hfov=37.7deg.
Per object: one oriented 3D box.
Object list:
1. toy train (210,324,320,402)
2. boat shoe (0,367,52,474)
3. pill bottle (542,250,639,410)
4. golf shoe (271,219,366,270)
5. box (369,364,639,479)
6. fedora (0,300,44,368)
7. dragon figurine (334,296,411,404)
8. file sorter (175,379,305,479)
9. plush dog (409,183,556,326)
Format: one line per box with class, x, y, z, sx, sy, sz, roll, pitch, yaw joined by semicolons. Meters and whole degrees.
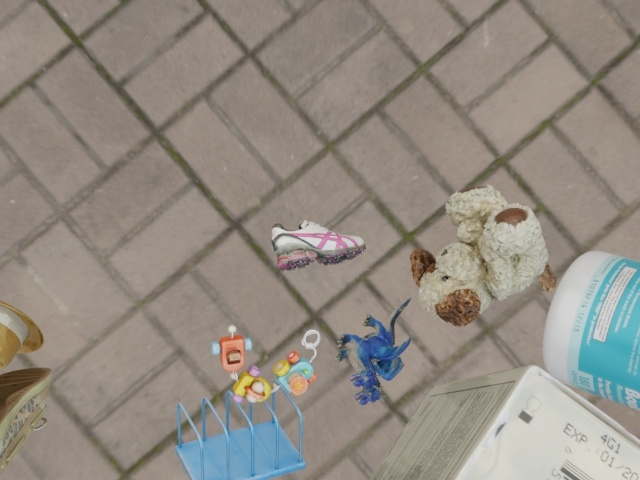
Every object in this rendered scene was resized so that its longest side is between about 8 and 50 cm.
toy train;-0.075;0.184;1.364;0.166;0.046;0.125;-2;113;-18
boat shoe;-0.491;0.279;1.456;0.105;0.285;0.089;-6;105;8
pill bottle;0.366;0.110;0.920;0.264;0.146;0.146;18;88;35
golf shoe;0.000;0.000;1.618;0.186;0.067;0.086;-4;70;-37
box;0.117;0.187;0.641;0.127;0.232;0.148;36;76;1
fedora;-0.577;0.168;1.621;0.194;0.194;0.079;15;56;-2
dragon figurine;0.129;0.225;1.885;0.144;0.289;0.085;32;129;28
file sorter;-0.122;0.293;1.420;0.170;0.118;0.104;-10;119;-24
plush dog;0.266;0.052;1.595;0.225;0.262;0.210;-33;111;0
